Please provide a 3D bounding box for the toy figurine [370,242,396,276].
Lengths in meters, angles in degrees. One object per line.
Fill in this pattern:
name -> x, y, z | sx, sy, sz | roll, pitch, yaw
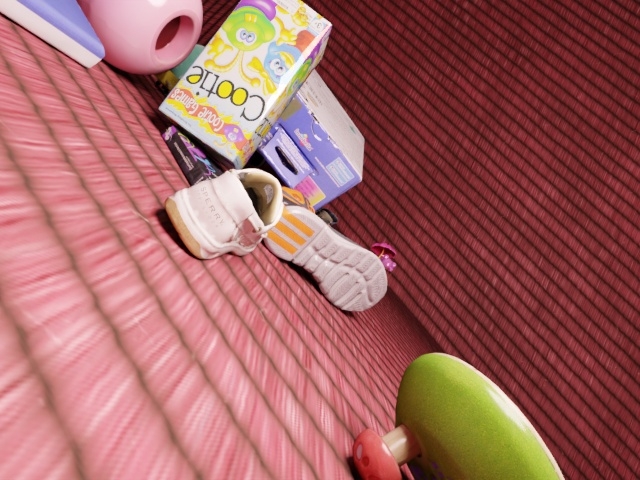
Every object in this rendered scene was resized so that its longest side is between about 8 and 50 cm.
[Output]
toy figurine -> 0.175, 0.084, 1.499 | 0.173, 0.159, 0.130 | 53, 8, 38

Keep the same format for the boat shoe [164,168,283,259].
boat shoe -> -0.087, -0.040, 0.577 | 0.098, 0.096, 0.277 | 59, 6, -5

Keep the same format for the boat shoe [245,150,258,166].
boat shoe -> -0.253, -0.316, 1.295 | 0.258, 0.089, 0.109 | 49, 5, 5

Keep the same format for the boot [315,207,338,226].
boot -> -0.029, -0.042, 1.052 | 0.082, 0.106, 0.219 | 50, 5, 14

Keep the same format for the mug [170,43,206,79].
mug -> -0.349, -0.456, 1.323 | 0.158, 0.129, 0.097 | 61, 18, -74

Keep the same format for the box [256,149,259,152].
box -> -0.126, -0.298, 1.291 | 0.322, 0.079, 0.257 | 40, 21, -41

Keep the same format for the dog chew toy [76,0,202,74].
dog chew toy -> -0.361, -0.437, 0.802 | 0.332, 0.207, 0.206 | 41, 5, 7

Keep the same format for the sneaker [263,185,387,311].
sneaker -> 0.000, 0.000, 0.897 | 0.321, 0.124, 0.180 | 44, 8, -36

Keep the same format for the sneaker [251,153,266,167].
sneaker -> -0.255, -0.306, 1.416 | 0.235, 0.084, 0.097 | 48, 29, 12

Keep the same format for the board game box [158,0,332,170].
board game box -> -0.122, -0.272, 0.810 | 0.142, 0.275, 0.144 | 35, -5, -5

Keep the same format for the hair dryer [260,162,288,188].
hair dryer -> -0.104, -0.144, 1.508 | 0.294, 0.080, 0.223 | 54, -10, -2

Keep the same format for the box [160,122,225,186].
box -> -0.176, -0.104, 0.740 | 0.162, 0.029, 0.116 | 54, 7, 36

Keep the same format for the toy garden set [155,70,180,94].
toy garden set -> -0.282, -0.281, 1.074 | 0.204, 0.049, 0.244 | 45, 7, -49

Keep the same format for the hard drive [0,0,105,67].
hard drive -> -0.395, -0.345, 0.518 | 0.210, 0.040, 0.318 | 57, 7, 10

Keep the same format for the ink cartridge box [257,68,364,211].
ink cartridge box -> -0.034, -0.243, 1.067 | 0.270, 0.151, 0.395 | 51, 19, -17

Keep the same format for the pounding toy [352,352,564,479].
pounding toy -> 0.103, 0.224, 0.414 | 0.183, 0.110, 0.237 | 38, -34, 52
